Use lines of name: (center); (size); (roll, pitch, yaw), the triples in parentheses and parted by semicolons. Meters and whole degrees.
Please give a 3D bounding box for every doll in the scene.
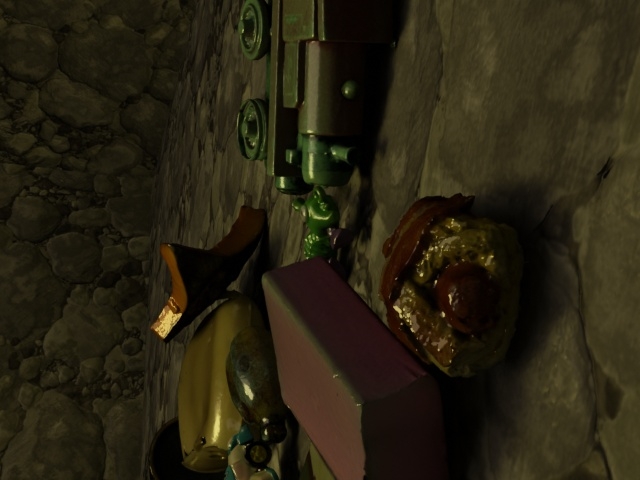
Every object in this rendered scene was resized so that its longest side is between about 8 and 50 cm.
doll: (0.000, 0.000, 1.167); (0.190, 0.050, 0.115); (90, 155, -51)

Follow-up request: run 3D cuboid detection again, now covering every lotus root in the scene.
lotus root: (-0.090, 0.221, 1.360); (0.113, 0.088, 0.192); (-65, 37, 39)

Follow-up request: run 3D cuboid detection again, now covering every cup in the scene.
cup: (-0.248, 0.469, 1.689); (0.177, 0.166, 0.239); (115, 156, -57)

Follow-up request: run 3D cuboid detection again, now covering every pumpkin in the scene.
pumpkin: (-0.217, 0.069, 1.595); (0.258, 0.095, 0.290); (-56, -9, 30)

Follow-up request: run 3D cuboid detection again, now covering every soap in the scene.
soap: (0.028, 0.148, 0.865); (0.259, 0.081, 0.181); (-133, 30, -59)

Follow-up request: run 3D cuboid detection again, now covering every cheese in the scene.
cheese: (-0.163, 0.237, 1.561); (0.259, 0.128, 0.316); (-42, 41, 50)

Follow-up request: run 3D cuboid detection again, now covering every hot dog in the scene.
hot dog: (0.099, 0.030, 0.768); (0.213, 0.103, 0.146); (-154, 69, -75)

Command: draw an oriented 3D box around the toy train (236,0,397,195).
toy train: (-0.007, -0.203, 1.146); (0.221, 0.150, 0.304); (20, 111, 60)

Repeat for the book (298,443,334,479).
book: (0.026, 0.280, 1.057); (0.201, 0.026, 0.289); (-106, 27, -50)

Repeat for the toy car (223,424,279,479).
toy car: (-0.109, 0.361, 1.298); (0.161, 0.098, 0.126); (61, 152, 13)
